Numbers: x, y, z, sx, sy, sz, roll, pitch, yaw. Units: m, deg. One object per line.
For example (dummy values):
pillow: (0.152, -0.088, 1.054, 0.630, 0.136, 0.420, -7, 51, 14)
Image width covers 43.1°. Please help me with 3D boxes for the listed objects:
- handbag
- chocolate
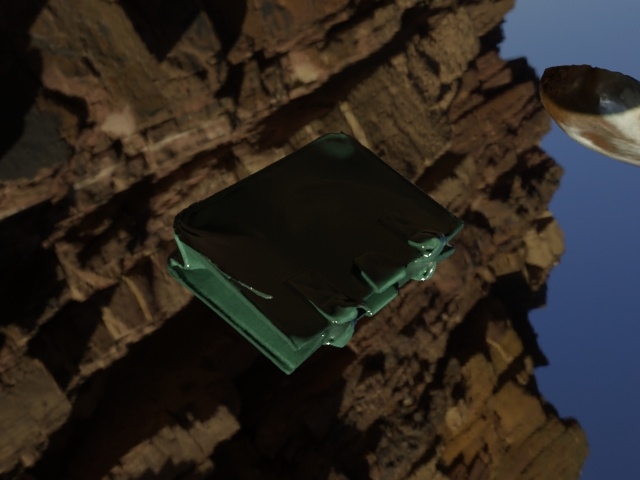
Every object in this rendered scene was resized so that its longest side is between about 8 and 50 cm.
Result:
handbag: (-0.001, -0.001, 0.975, 0.238, 0.089, 0.326, 37, -135, 23)
chocolate: (0.417, -0.148, 1.105, 0.080, 0.254, 0.157, -65, -161, 0)
